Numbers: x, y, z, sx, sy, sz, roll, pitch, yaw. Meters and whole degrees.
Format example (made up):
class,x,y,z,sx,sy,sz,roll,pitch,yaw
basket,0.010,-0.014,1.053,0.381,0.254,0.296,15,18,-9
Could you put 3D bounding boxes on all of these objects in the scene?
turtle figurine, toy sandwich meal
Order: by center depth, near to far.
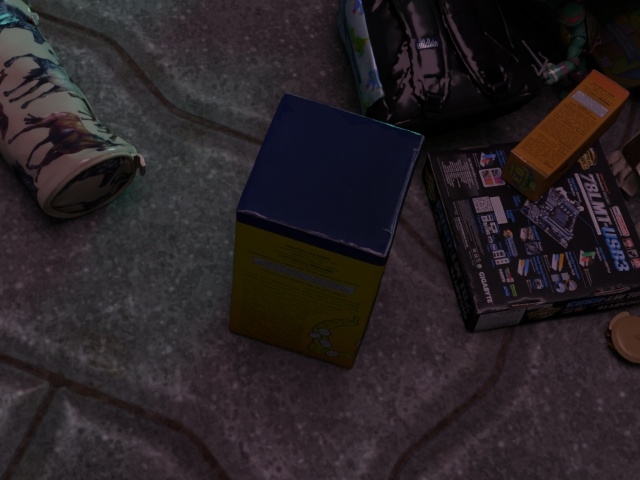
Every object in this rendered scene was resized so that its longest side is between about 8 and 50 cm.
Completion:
class,x,y,z,sx,sy,sz,roll,pitch,yaw
toy sandwich meal,0.472,0.150,1.642,0.085,0.029,0.086,4,63,-9
turtle figurine,0.401,-0.329,1.779,0.118,0.234,0.175,-3,66,18

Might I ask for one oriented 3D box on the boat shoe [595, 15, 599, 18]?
class,x,y,z,sx,sy,sz,roll,pitch,yaw
boat shoe,0.497,-0.368,1.926,0.133,0.042,0.049,-24,52,-26

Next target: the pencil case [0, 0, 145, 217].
class,x,y,z,sx,sy,sz,roll,pitch,yaw
pencil case,-0.438,-0.213,1.666,0.183,0.160,0.410,-36,70,-7

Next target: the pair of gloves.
class,x,y,z,sx,sy,sz,roll,pitch,yaw
pair of gloves,0.548,-0.114,1.691,0.042,0.204,0.240,28,36,-27

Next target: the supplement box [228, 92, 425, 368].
class,x,y,z,sx,sy,sz,roll,pitch,yaw
supplement box,0.000,0.000,1.482,0.195,0.356,0.194,18,61,3

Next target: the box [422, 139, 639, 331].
class,x,y,z,sx,sy,sz,roll,pitch,yaw
box,0.336,-0.021,1.695,0.293,0.073,0.296,-8,61,-11

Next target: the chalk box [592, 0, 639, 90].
class,x,y,z,sx,sy,sz,roll,pitch,yaw
chalk box,0.567,-0.354,1.807,0.132,0.213,0.132,-41,101,-24

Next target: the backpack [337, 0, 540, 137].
class,x,y,z,sx,sy,sz,roll,pitch,yaw
backpack,0.157,-0.346,1.775,0.290,0.273,0.356,-16,86,-12

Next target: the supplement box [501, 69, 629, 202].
class,x,y,z,sx,sy,sz,roll,pitch,yaw
supplement box,0.385,-0.166,1.703,0.080,0.078,0.233,37,61,16
